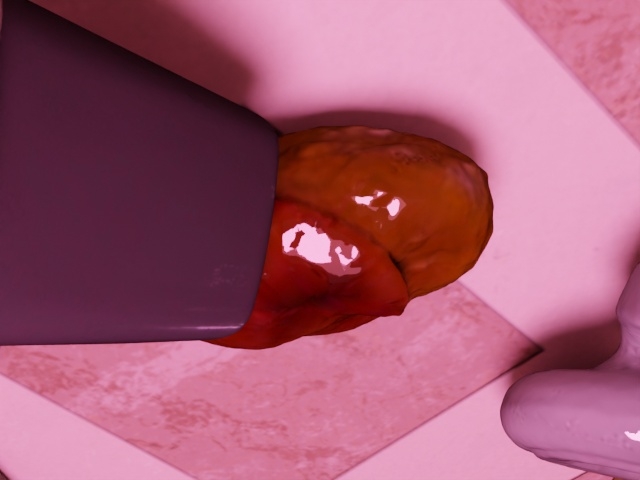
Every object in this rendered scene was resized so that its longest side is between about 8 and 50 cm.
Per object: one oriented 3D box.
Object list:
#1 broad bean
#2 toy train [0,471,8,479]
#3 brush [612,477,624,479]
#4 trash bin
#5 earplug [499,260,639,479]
[{"bbox_3d":[0.000,0.003,0.578,0.229,0.122,0.156,-8,125,10],"label":"broad bean"},{"bbox_3d":[-0.358,0.299,0.811,0.202,0.131,0.299,-21,127,6],"label":"toy train"},{"bbox_3d":[0.295,0.288,0.827,0.047,0.103,0.233,7,129,-4],"label":"brush"},{"bbox_3d":[-0.171,-0.030,0.421,0.210,0.182,0.290,5,176,34],"label":"trash bin"},{"bbox_3d":[0.271,0.094,0.641,0.214,0.175,0.325,16,136,-16],"label":"earplug"}]
